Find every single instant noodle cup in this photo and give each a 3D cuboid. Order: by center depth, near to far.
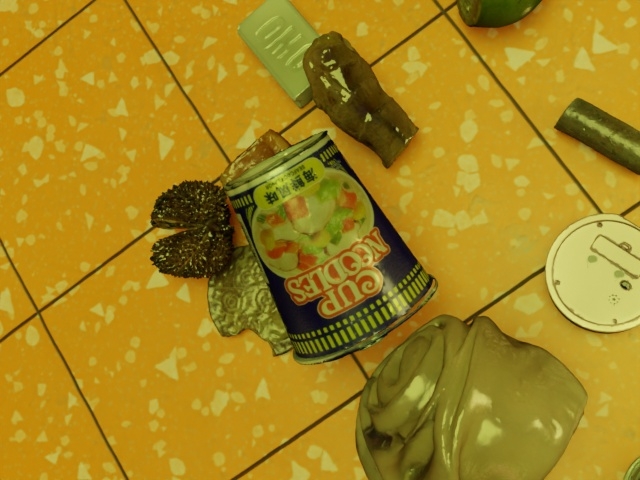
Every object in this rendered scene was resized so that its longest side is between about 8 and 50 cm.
[{"bbox_3d":[0.000,0.000,1.409,0.284,0.284,0.312,-27,101,10],"label":"instant noodle cup"}]

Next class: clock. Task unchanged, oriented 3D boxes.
[{"bbox_3d":[0.476,0.057,1.433,0.197,0.068,0.197,-2,81,15],"label":"clock"}]

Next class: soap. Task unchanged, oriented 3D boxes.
[{"bbox_3d":[-0.058,-0.367,1.650,0.119,0.066,0.198,-39,73,5],"label":"soap"}]

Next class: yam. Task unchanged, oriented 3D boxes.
[{"bbox_3d":[0.490,-0.180,1.467,0.169,0.068,0.068,33,91,17],"label":"yam"}]

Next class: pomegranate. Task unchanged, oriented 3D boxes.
[{"bbox_3d":[0.319,-0.498,1.501,0.159,0.190,0.241,-13,100,-4],"label":"pomegranate"}]

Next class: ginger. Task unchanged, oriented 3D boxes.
[{"bbox_3d":[0.065,-0.251,1.546,0.263,0.116,0.109,49,130,-5],"label":"ginger"}]

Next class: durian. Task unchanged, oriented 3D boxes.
[{"bbox_3d":[-0.232,-0.020,1.585,0.196,0.167,0.196,27,126,46],"label":"durian"}]

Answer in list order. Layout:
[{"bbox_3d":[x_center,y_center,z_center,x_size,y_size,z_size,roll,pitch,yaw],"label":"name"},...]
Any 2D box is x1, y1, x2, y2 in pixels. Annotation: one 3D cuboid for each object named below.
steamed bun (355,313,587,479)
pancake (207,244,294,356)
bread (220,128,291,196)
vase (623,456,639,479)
[{"bbox_3d":[0.193,0.266,1.316,0.367,0.255,0.342,-1,61,58],"label":"steamed bun"},{"bbox_3d":[-0.102,0.103,1.607,0.235,0.029,0.212,25,88,18],"label":"pancake"},{"bbox_3d":[-0.080,-0.098,1.578,0.158,0.149,0.143,-47,71,11],"label":"bread"},{"bbox_3d":[0.521,0.388,1.247,0.143,0.299,0.143,-2,81,16],"label":"vase"}]
